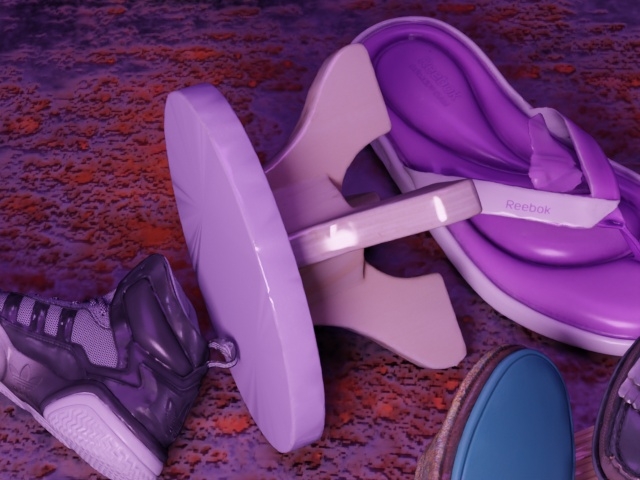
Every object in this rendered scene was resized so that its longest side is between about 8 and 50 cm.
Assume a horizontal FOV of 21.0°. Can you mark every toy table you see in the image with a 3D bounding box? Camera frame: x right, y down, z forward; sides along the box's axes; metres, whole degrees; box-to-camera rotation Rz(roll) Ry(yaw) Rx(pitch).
[{"bbox_3d":[0.000,0.000,1.290,0.161,0.274,0.252,-19,16,-19],"label":"toy table"}]

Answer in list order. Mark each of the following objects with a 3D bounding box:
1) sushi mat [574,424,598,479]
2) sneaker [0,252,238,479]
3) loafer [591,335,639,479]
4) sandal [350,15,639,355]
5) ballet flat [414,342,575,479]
[{"bbox_3d":[0.250,0.182,1.219,0.316,0.019,0.151,-20,51,-6],"label":"sushi mat"},{"bbox_3d":[-0.186,0.064,1.331,0.268,0.101,0.153,35,75,25],"label":"sneaker"},{"bbox_3d":[0.282,0.069,1.226,0.096,0.084,0.267,35,64,14],"label":"loafer"},{"bbox_3d":[0.149,-0.058,1.378,0.169,0.102,0.416,-37,56,-17],"label":"sandal"},{"bbox_3d":[0.096,0.229,1.140,0.123,0.123,0.348,0,55,10],"label":"ballet flat"}]
